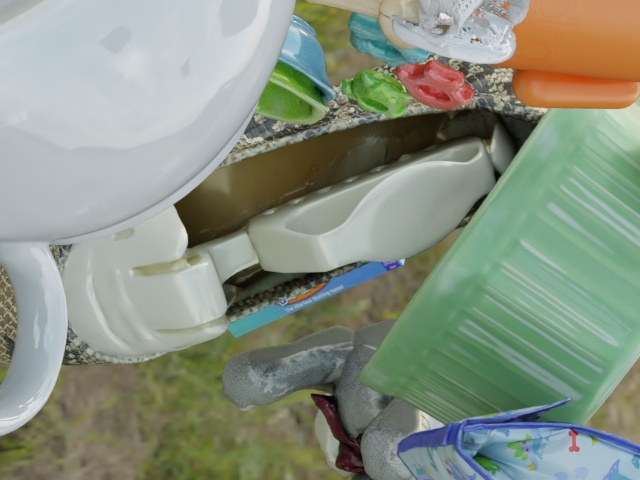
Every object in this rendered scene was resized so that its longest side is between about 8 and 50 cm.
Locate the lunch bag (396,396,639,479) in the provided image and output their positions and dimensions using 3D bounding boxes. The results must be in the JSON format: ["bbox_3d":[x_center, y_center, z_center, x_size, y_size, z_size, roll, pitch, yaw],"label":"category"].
[{"bbox_3d":[0.135,0.154,1.173,0.151,0.129,0.096,20,74,-11],"label":"lunch bag"}]

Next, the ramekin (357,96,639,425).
[{"bbox_3d":[0.173,0.022,1.340,0.148,0.303,0.303,35,44,3],"label":"ramekin"}]

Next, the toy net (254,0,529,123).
[{"bbox_3d":[0.035,-0.084,0.838,0.122,0.232,0.045,28,75,-23],"label":"toy net"}]

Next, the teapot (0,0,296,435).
[{"bbox_3d":[-0.111,-0.085,0.746,0.256,0.252,0.187,-35,138,-7],"label":"teapot"}]

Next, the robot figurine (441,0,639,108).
[{"bbox_3d":[0.155,-0.146,0.945,0.219,0.128,0.158,5,93,-10],"label":"robot figurine"}]

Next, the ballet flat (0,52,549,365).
[{"bbox_3d":[-0.040,-0.015,1.302,0.482,0.182,0.164,-22,118,-9],"label":"ballet flat"}]

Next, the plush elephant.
[{"bbox_3d":[0.073,0.224,2.005,0.330,0.272,0.255,-32,132,-46],"label":"plush elephant"}]

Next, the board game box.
[{"bbox_3d":[0.000,0.000,1.838,0.047,0.210,0.160,51,31,-24],"label":"board game box"}]
